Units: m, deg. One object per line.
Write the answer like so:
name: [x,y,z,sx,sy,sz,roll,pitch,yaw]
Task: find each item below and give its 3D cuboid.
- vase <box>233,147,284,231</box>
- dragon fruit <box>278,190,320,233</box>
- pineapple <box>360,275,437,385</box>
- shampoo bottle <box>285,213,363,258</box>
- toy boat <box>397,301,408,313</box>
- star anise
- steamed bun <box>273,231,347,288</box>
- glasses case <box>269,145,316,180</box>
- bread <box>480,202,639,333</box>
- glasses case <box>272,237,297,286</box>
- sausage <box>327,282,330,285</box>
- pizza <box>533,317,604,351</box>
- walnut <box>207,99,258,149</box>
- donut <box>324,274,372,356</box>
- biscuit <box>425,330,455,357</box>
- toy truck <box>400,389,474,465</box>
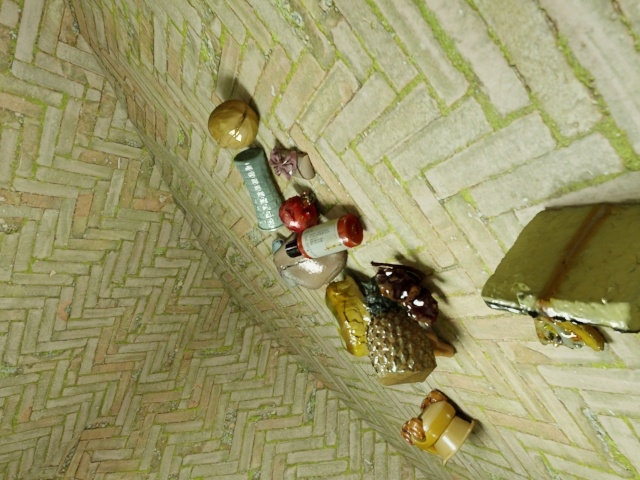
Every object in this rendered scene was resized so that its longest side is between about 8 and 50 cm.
vase: [-0.219,-0.190,1.643,0.143,0.143,0.298,25,145,45]
dragon fruit: [-0.061,-0.106,1.500,0.153,0.153,0.110,45,139,12]
pineapple: [0.230,0.271,1.403,0.202,0.202,0.361,100,159,-61]
shampoo bottle: [0.000,0.000,1.437,0.278,0.104,0.104,-18,113,38]
toy boat: [0.257,0.291,1.584,0.111,0.084,0.276,41,157,25]
star anise: [0.262,0.148,1.292,0.220,0.126,0.190,37,-164,-33]
steamed bun: [-0.056,0.073,1.662,0.251,0.199,0.301,48,156,3]
glasses case: [-0.110,-0.251,1.428,0.194,0.070,0.102,23,144,46]
bread: [0.441,0.083,0.730,0.198,0.236,0.263,57,156,-17]
glasses case: [-0.159,0.106,2.059,0.125,0.076,0.327,36,153,26]
sausage: [0.039,0.191,1.910,0.100,0.015,0.015,22,145,48]
pizza: [0.526,0.197,1.012,0.185,0.036,0.176,43,157,16]
walnut: [-0.287,-0.377,1.451,0.159,0.159,0.207,55,155,-13]
donut: [0.111,0.284,1.636,0.330,0.160,0.329,166,90,-84]
biscuit: [0.328,0.366,1.526,0.165,0.036,0.250,38,143,-17]
toy truck: [0.464,0.744,1.755,0.212,0.204,0.288,37,153,22]
